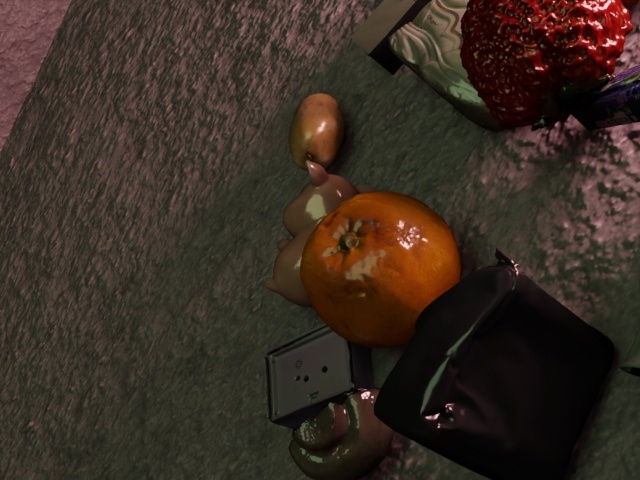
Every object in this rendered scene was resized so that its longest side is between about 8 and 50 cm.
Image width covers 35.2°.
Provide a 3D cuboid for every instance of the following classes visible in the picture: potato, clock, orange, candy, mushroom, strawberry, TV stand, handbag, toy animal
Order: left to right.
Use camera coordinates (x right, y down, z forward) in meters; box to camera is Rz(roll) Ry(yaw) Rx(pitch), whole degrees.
[{"bbox_3d":[-0.007,-0.215,1.985,0.109,0.118,0.178,-1,47,6],"label":"potato"},{"bbox_3d":[-0.006,0.233,1.761,0.193,0.073,0.145,-27,52,31],"label":"clock"},{"bbox_3d":[-0.002,-0.002,1.824,0.154,0.166,0.250,11,83,40],"label":"toy animal"},{"bbox_3d":[0.046,0.323,1.622,0.188,0.141,0.117,-46,66,19],"label":"mushroom"},{"bbox_3d":[0.101,0.047,1.644,0.261,0.261,0.261,-22,54,34],"label":"orange"},{"bbox_3d":[0.188,-0.457,1.946,0.269,0.088,0.083,-49,43,13],"label":"TV stand"},{"bbox_3d":[0.239,0.180,1.399,0.178,0.302,0.275,12,74,53],"label":"handbag"},{"bbox_3d":[0.329,-0.318,1.547,0.261,0.257,0.261,-39,19,16],"label":"strawberry"},{"bbox_3d":[0.462,-0.213,1.454,0.088,0.061,0.312,-44,7,-7],"label":"candy"}]

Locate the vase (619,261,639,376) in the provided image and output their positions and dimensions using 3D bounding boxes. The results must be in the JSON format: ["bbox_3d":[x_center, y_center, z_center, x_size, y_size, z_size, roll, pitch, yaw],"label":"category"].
[{"bbox_3d":[0.493,0.009,1.356,0.165,0.165,0.360,5,75,45],"label":"vase"}]

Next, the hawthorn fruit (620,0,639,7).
[{"bbox_3d":[0.454,-0.497,1.630,0.205,0.205,0.253,-47,51,14],"label":"hawthorn fruit"}]

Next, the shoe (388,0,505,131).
[{"bbox_3d":[0.271,-0.342,1.771,0.210,0.132,0.342,-49,43,11],"label":"shoe"}]
